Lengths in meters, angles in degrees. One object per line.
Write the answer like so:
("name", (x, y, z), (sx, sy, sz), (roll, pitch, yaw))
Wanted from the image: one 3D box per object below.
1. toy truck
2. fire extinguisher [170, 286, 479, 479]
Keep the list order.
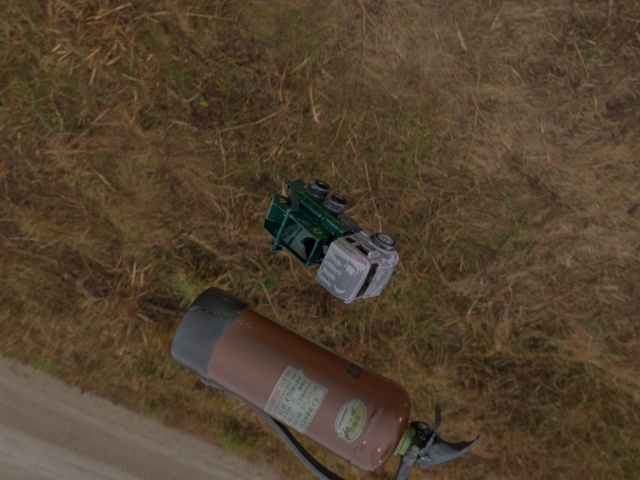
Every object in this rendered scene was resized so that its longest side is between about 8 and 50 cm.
("toy truck", (0.000, 0.000, 0.768), (0.216, 0.116, 0.110), (41, 122, 27))
("fire extinguisher", (-0.007, 0.209, 0.672), (0.376, 0.113, 0.200), (25, 141, 13))
